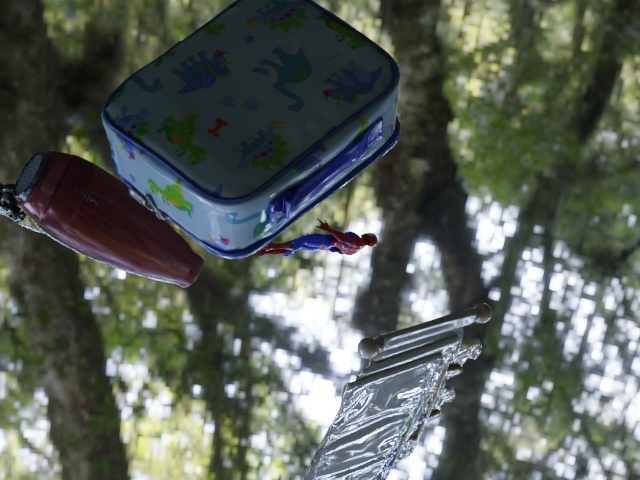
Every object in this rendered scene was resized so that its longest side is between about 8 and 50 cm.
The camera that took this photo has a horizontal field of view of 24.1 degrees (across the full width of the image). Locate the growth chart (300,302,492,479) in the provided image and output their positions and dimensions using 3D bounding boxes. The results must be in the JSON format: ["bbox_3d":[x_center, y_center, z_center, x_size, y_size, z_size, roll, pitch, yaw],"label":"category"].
[{"bbox_3d":[0.042,0.151,1.190,0.021,0.237,0.172,42,-152,30],"label":"growth chart"}]

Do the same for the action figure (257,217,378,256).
[{"bbox_3d":[0.000,0.000,1.380,0.115,0.038,0.030,2,-111,-22],"label":"action figure"}]

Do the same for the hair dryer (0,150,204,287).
[{"bbox_3d":[-0.242,-0.037,1.434,0.293,0.080,0.223,26,174,13],"label":"hair dryer"}]

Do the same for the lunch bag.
[{"bbox_3d":[-0.051,-0.094,1.201,0.176,0.090,0.219,35,-120,26],"label":"lunch bag"}]
